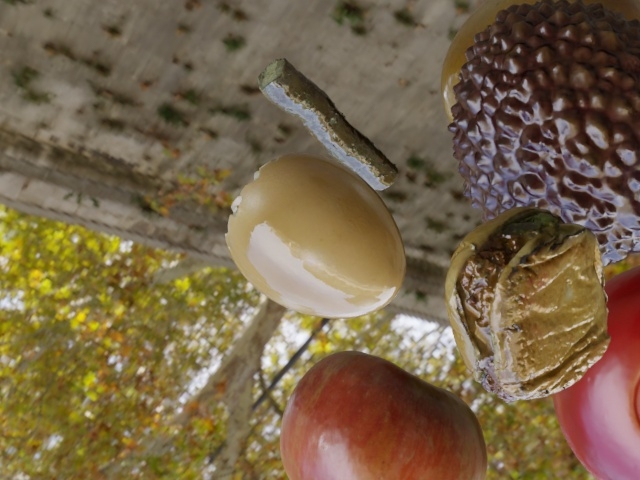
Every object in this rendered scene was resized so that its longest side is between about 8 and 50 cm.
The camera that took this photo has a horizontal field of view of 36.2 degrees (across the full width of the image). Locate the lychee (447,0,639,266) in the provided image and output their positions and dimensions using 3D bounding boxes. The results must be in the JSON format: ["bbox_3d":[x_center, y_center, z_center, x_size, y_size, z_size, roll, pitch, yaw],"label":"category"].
[{"bbox_3d":[0.300,-0.125,1.146,0.330,0.306,0.306,40,-148,-27],"label":"lychee"}]

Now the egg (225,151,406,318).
[{"bbox_3d":[0.000,0.000,0.504,0.096,0.080,0.080,32,-146,8],"label":"egg"}]

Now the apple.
[{"bbox_3d":[0.062,0.208,0.970,0.209,0.164,0.209,27,174,3],"label":"apple"}]

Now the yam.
[{"bbox_3d":[0.016,-0.149,1.323,0.253,0.061,0.061,40,-151,-35],"label":"yam"}]

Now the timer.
[{"bbox_3d":[0.535,0.215,1.443,0.378,0.378,0.279,48,-164,13],"label":"timer"}]

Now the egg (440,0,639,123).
[{"bbox_3d":[0.355,-0.275,1.543,0.351,0.283,0.283,-30,-112,-12],"label":"egg"}]

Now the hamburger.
[{"bbox_3d":[0.090,0.028,0.429,0.076,0.083,0.044,-26,-152,-30],"label":"hamburger"}]
